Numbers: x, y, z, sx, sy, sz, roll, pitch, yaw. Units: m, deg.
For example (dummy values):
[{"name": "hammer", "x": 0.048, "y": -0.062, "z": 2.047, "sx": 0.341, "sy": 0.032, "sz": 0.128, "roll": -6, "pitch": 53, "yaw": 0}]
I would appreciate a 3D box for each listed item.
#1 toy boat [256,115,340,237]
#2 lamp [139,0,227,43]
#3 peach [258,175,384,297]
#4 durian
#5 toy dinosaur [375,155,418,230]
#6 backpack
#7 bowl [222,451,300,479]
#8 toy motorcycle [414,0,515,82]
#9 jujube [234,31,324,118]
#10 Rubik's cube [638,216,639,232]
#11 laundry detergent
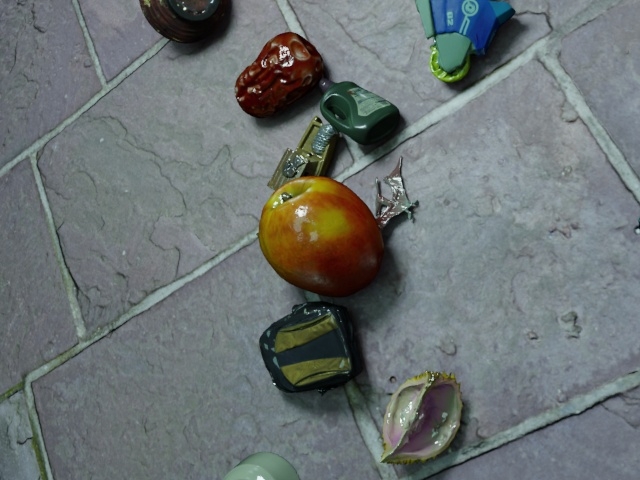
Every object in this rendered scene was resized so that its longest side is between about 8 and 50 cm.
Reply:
[{"name": "toy boat", "x": -0.057, "y": -0.139, "z": 1.526, "sx": 0.089, "sy": 0.121, "sz": 0.321, "roll": 30, "pitch": 94, "yaw": 22}, {"name": "lamp", "x": -0.359, "y": -0.643, "z": 1.719, "sx": 0.247, "sy": 0.247, "sz": 0.247, "roll": -5, "pitch": 78, "yaw": 26}, {"name": "peach", "x": 0.000, "y": 0.000, "z": 1.405, "sx": 0.281, "sy": 0.281, "sz": 0.238, "roll": -11, "pitch": 32, "yaw": 25}, {"name": "durian", "x": 0.198, "y": 0.352, "z": 1.301, "sx": 0.165, "sy": 0.132, "sz": 0.182, "roll": -3, "pitch": 76, "yaw": 19}, {"name": "toy dinosaur", "x": 0.160, "y": -0.085, "z": 1.455, "sx": 0.108, "sy": 0.032, "sz": 0.220, "roll": 11, "pitch": 77, "yaw": 32}, {"name": "backpack", "x": -0.028, "y": 0.242, "z": 1.443, "sx": 0.258, "sy": 0.133, "sz": 0.206, "roll": -22, "pitch": 80, "yaw": 28}, {"name": "bowl", "x": -0.147, "y": 0.583, "z": 1.444, "sx": 0.211, "sy": 0.112, "sz": 0.211, "roll": -4, "pitch": 79, "yaw": 24}, {"name": "toy motorcycle", "x": 0.296, "y": -0.515, "z": 1.396, "sx": 0.200, "sy": 0.191, "sz": 0.326, "roll": -17, "pitch": 88, "yaw": 19}, {"name": "jujube", "x": -0.103, "y": -0.396, "z": 1.585, "sx": 0.230, "sy": 0.155, "sz": 0.155, "roll": -31, "pitch": 68, "yaw": 29}, {"name": "Rubik's cube", "x": 0.657, "y": -0.054, "z": 1.127, "sx": 0.155, "sy": 0.154, "sz": 0.151, "roll": 32, "pitch": 96, "yaw": 29}, {"name": "laundry detergent", "x": 0.065, "y": -0.307, "z": 1.497, "sx": 0.144, "sy": 0.078, "sz": 0.222, "roll": -34, "pitch": 57, "yaw": -28}]
